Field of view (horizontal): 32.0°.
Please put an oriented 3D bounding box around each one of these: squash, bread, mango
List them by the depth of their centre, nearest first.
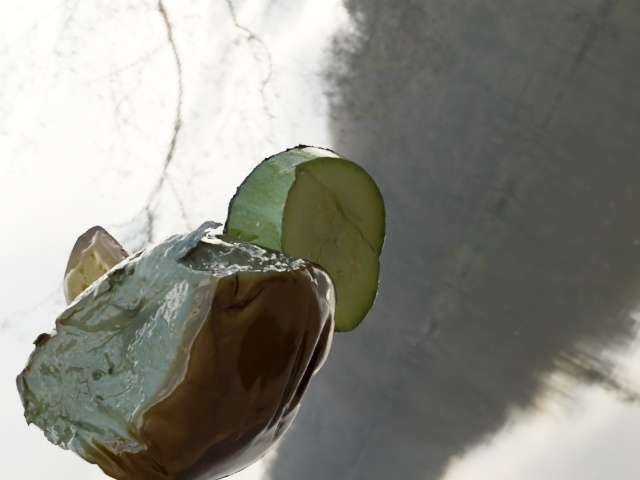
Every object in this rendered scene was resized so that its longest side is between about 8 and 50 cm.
[{"bbox_3d":[-0.129,0.111,1.123,0.250,0.225,0.279,12,-69,-58],"label":"bread"},{"bbox_3d":[-0.253,0.051,1.307,0.101,0.187,0.066,-31,-43,0],"label":"mango"},{"bbox_3d":[0.001,-0.009,1.350,0.133,0.220,0.220,14,70,52],"label":"squash"}]
